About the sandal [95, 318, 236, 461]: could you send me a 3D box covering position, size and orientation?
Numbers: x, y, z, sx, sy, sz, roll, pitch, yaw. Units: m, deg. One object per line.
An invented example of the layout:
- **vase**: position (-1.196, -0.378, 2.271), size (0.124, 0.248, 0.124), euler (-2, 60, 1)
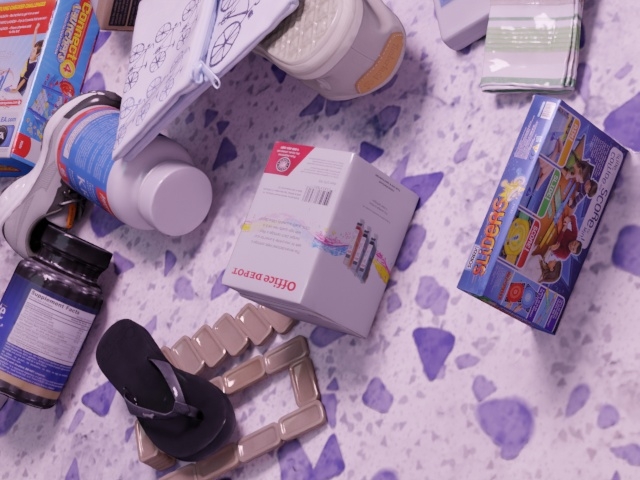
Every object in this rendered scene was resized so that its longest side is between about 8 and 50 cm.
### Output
- **sandal**: position (-0.195, 0.175, 1.702), size (0.254, 0.054, 0.097), euler (33, 87, 42)

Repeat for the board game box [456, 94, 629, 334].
- **board game box**: position (0.218, -0.022, 1.411), size (0.035, 0.136, 0.201), euler (18, 83, 45)

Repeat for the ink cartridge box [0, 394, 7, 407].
- **ink cartridge box**: position (-0.553, 0.153, 2.006), size (0.168, 0.171, 0.232), euler (-55, 45, 9)

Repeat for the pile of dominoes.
- **pile of dominoes**: position (-0.107, 0.183, 1.700), size (0.251, 0.040, 0.196), euler (-28, 53, 20)

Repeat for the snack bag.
- **snack bag**: position (-0.131, -0.291, 1.776), size (0.342, 0.037, 0.323), euler (-36, 34, 35)

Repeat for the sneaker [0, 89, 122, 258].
- **sneaker**: position (-0.343, -0.087, 1.989), size (0.108, 0.100, 0.271), euler (47, 111, 34)

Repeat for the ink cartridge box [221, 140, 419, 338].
- **ink cartridge box**: position (0.000, 0.000, 1.600), size (0.128, 0.127, 0.176), euler (13, 78, 43)

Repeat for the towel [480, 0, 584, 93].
- **towel**: position (0.225, -0.232, 1.549), size (0.113, 0.023, 0.152), euler (4, 87, 35)

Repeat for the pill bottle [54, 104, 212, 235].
- **pill bottle**: position (-0.237, -0.086, 1.860), size (0.221, 0.124, 0.124), euler (30, 92, 46)

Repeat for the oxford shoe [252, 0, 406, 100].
- **oxford shoe**: position (-0.022, -0.280, 1.764), size (0.169, 0.130, 0.449), euler (-58, 30, 11)

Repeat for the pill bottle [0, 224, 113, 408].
- **pill bottle**: position (-0.356, 0.097, 1.887), size (0.123, 0.123, 0.219), euler (21, 86, 45)

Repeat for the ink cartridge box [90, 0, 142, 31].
- **ink cartridge box**: position (-0.277, -0.435, 2.022), size (0.193, 0.088, 0.235), euler (111, 146, -42)

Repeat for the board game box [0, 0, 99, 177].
- **board game box**: position (-0.478, -0.249, 2.181), size (0.308, 0.086, 0.302), euler (4, 74, 43)

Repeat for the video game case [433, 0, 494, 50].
- **video game case**: position (0.236, -0.417, 1.645), size (0.300, 0.036, 0.329), euler (-28, 54, 30)

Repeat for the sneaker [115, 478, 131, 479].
- **sneaker**: position (-0.237, 0.348, 1.715), size (0.059, 0.053, 0.144), euler (-22, 59, 31)
